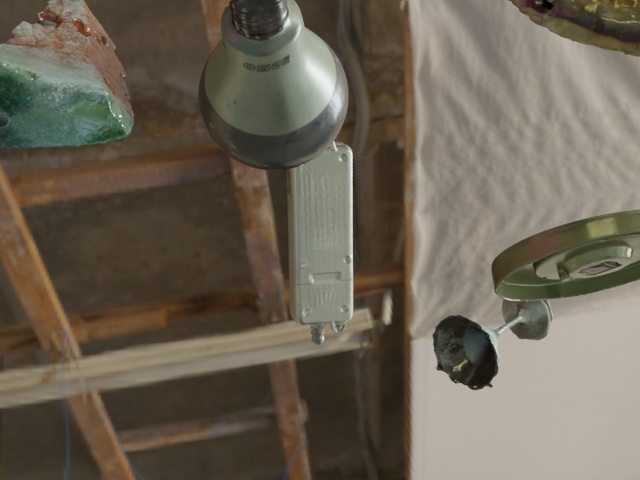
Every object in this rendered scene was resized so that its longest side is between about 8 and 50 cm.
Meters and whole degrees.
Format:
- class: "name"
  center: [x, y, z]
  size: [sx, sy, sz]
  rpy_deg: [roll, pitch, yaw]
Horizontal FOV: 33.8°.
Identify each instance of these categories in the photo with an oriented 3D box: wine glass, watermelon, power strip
- class: "wine glass"
  center: [0.267, 0.140, 1.608]
  size: [0.183, 0.122, 0.122]
  rpy_deg: [-24, -22, -45]
- class: "watermelon"
  center: [-0.279, -0.198, 1.169]
  size: [0.154, 0.241, 0.094]
  rpy_deg: [5, -55, -9]
- class: "power strip"
  center: [0.000, 0.000, 1.645]
  size: [0.098, 0.058, 0.338]
  rpy_deg: [-4, -75, -14]

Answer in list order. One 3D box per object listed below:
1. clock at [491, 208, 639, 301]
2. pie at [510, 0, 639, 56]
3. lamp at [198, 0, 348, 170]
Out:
- class: "clock"
  center: [0.303, 0.020, 1.147]
  size: [0.235, 0.029, 0.235]
  rpy_deg: [-8, -18, -3]
- class: "pie"
  center: [0.306, -0.302, 0.976]
  size: [0.339, 0.339, 0.077]
  rpy_deg: [-13, -29, 0]
- class: "lamp"
  center: [-0.076, -0.191, 1.222]
  size: [0.182, 0.182, 0.314]
  rpy_deg: [-21, -19, 11]
